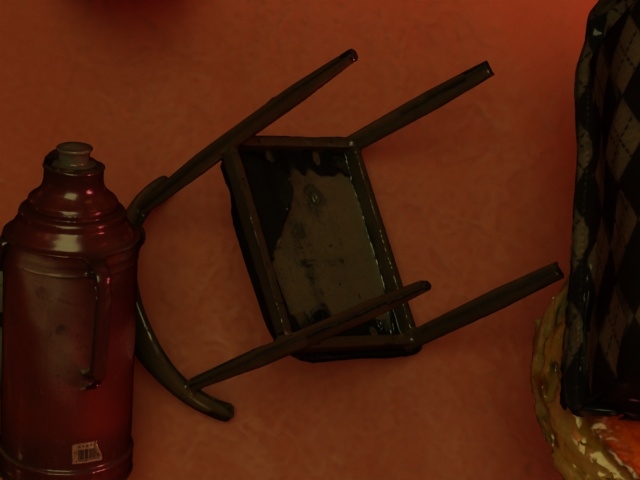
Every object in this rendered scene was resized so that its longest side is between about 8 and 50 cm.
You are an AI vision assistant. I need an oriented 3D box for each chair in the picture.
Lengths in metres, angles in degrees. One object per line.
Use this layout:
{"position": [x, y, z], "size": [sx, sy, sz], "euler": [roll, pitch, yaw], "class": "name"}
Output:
{"position": [0.000, 0.000, 1.153], "size": [0.272, 0.166, 0.188], "euler": [-27, 73, 38], "class": "chair"}

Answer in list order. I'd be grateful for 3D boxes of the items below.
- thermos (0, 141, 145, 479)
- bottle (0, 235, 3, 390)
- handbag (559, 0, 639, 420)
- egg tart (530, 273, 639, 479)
{"position": [-0.164, 0.049, 1.106], "size": [0.098, 0.124, 0.232], "euler": [-4, 113, -25], "class": "thermos"}
{"position": [-0.257, 0.096, 1.168], "size": [0.072, 0.072, 0.202], "euler": [13, 76, 4], "class": "bottle"}
{"position": [0.370, 0.012, 1.056], "size": [0.416, 0.180, 0.317], "euler": [15, 63, -15], "class": "handbag"}
{"position": [0.268, 0.119, 1.113], "size": [0.294, 0.116, 0.295], "euler": [9, 55, -13], "class": "egg tart"}
